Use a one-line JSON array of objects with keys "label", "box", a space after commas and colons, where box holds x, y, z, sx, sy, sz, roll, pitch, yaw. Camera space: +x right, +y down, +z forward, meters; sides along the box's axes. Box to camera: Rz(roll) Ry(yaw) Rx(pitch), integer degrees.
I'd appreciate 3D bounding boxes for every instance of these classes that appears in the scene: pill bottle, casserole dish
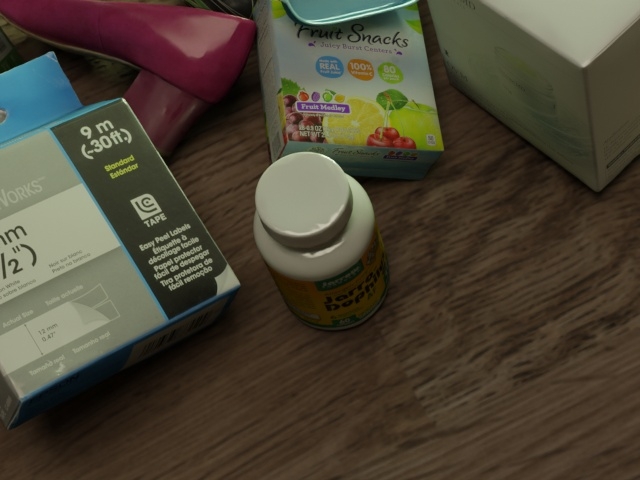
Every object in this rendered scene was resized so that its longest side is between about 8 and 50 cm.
[{"label": "pill bottle", "box": [0.000, 0.000, 1.261, 0.118, 0.208, 0.117, -4, 65, 8]}, {"label": "casserole dish", "box": [0.025, -0.281, 1.358, 0.188, 0.037, 0.114, -17, 84, -25]}]

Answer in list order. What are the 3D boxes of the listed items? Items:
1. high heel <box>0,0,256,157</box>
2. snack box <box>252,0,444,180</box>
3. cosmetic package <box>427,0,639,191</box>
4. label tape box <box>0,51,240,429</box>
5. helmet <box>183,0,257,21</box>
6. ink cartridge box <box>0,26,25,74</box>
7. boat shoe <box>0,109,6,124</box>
[{"label": "high heel", "box": [-0.239, -0.275, 1.457, 0.377, 0.127, 0.181, 42, 104, 11]}, {"label": "snack box", "box": [0.026, -0.172, 1.378, 0.175, 0.070, 0.207, 2, 62, -20]}, {"label": "cosmetic package", "box": [0.231, -0.205, 1.295, 0.138, 0.224, 0.224, -42, 59, -11]}, {"label": "label tape box", "box": [-0.279, -0.027, 1.288, 0.249, 0.115, 0.347, -28, 80, -27]}, {"label": "helmet", "box": [-0.098, -0.320, 1.459, 0.169, 0.169, 0.161, -38, 52, -8]}, {"label": "ink cartridge box", "box": [-0.448, -0.269, 1.520, 0.209, 0.109, 0.062, 40, 77, 24]}, {"label": "boat shoe", "box": [-0.360, -0.133, 1.470, 0.226, 0.083, 0.076, 21, 48, 13]}]
